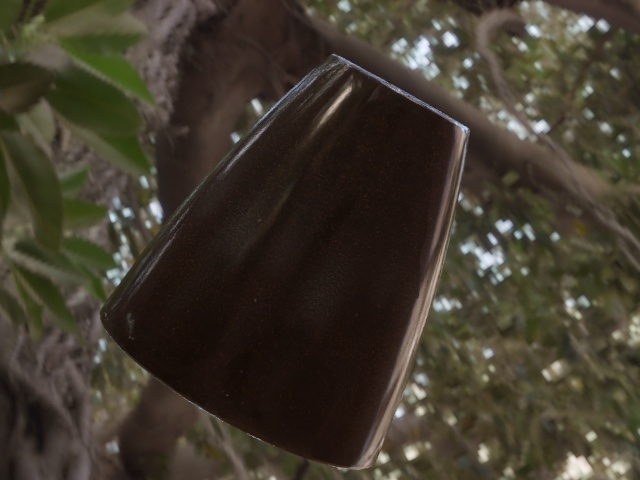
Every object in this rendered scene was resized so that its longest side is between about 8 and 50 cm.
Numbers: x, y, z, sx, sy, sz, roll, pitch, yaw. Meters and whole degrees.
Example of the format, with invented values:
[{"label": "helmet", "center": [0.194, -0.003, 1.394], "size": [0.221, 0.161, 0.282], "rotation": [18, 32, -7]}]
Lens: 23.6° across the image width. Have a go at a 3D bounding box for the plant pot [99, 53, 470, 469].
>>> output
[{"label": "plant pot", "center": [0.000, 0.000, 1.037], "size": [0.215, 0.215, 0.230], "rotation": [24, -81, -34]}]
